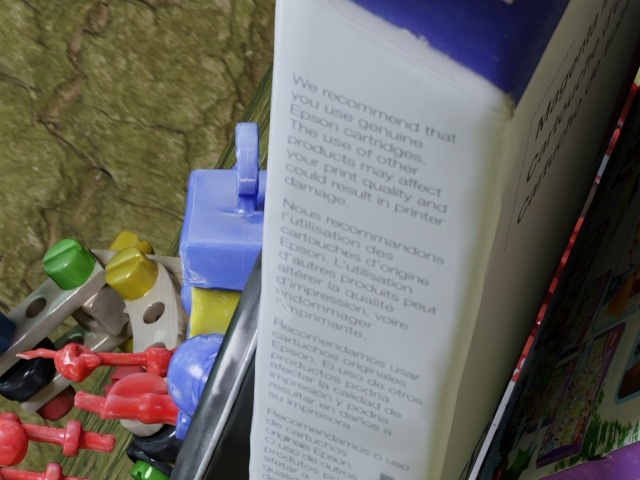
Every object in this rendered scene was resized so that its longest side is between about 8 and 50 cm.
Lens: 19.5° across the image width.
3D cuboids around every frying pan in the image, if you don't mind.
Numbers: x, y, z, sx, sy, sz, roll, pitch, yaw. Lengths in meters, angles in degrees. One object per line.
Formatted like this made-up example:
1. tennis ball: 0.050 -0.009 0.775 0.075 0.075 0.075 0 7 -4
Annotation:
1. frying pan: 0.001 -0.009 0.716 0.197 0.053 0.326 -79 13 -68

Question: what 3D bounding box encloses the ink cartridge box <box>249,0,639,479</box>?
1. ink cartridge box: 0.073 -0.106 0.549 0.330 0.071 0.324 98 -163 -53

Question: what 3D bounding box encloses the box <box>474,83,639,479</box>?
1. box: 0.156 -0.047 0.578 0.293 0.057 0.201 -65 8 -21

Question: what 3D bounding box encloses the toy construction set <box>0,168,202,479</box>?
1. toy construction set: -0.155 0.022 1.417 0.237 0.309 0.257 -59 16 -16

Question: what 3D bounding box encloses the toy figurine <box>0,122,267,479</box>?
1. toy figurine: -0.072 0.048 0.937 0.362 0.191 0.217 -87 8 -68

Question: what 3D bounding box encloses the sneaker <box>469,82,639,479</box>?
1. sneaker: 0.078 0.000 0.758 0.145 0.090 0.270 -62 5 25
